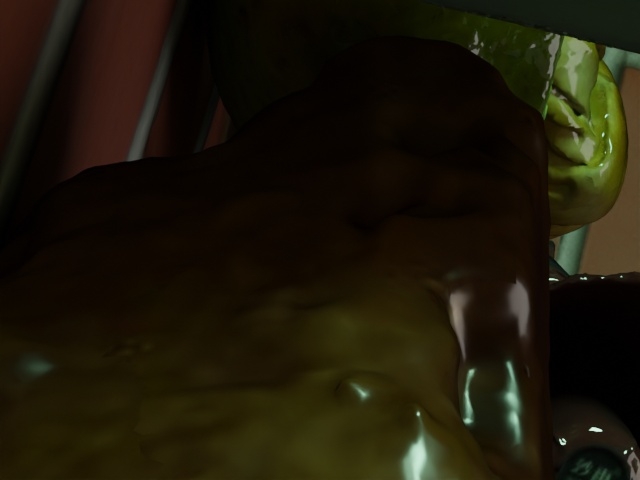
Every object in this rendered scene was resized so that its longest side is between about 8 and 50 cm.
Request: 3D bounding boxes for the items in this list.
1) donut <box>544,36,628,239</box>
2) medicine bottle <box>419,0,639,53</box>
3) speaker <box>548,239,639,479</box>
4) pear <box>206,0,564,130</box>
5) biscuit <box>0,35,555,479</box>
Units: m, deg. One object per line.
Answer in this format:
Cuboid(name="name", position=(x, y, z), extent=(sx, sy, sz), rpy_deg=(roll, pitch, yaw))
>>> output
Cuboid(name="donut", position=(0.099, -0.162, 1.164), extent=(0.360, 0.170, 0.360), rpy_deg=(-10, 90, -88))
Cuboid(name="medicine bottle", position=(0.104, -0.121, 0.448), extent=(0.158, 0.318, 0.158), rpy_deg=(14, 90, -89))
Cuboid(name="speaker", position=(0.115, 0.130, 0.982), extent=(0.329, 0.198, 0.259), rpy_deg=(-143, -132, -84))
Cuboid(name="pear", position=(0.033, -0.110, 0.844), extent=(0.282, 0.176, 0.286), rpy_deg=(-68, 169, -63))
Cuboid(name="biscuit", position=(-0.015, 0.177, 0.524), extent=(0.342, 0.166, 0.395), rpy_deg=(-72, 161, -58))
